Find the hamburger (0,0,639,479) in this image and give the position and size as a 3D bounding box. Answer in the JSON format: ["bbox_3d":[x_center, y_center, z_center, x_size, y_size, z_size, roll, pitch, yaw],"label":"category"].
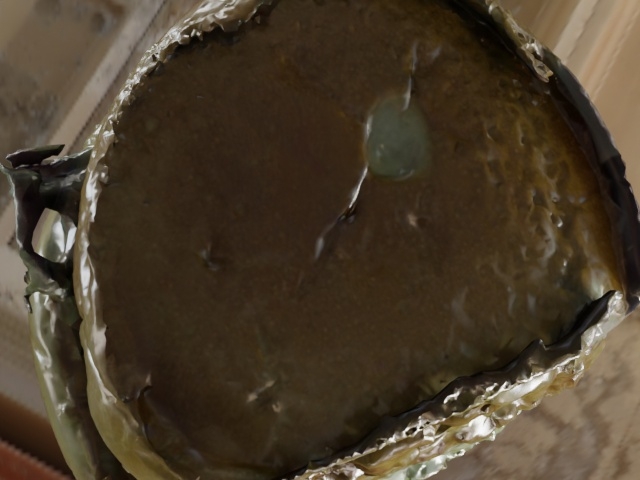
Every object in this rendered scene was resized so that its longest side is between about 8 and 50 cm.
[{"bbox_3d":[0.000,0.000,0.831,0.318,0.195,0.277,-18,-100,-19],"label":"hamburger"}]
